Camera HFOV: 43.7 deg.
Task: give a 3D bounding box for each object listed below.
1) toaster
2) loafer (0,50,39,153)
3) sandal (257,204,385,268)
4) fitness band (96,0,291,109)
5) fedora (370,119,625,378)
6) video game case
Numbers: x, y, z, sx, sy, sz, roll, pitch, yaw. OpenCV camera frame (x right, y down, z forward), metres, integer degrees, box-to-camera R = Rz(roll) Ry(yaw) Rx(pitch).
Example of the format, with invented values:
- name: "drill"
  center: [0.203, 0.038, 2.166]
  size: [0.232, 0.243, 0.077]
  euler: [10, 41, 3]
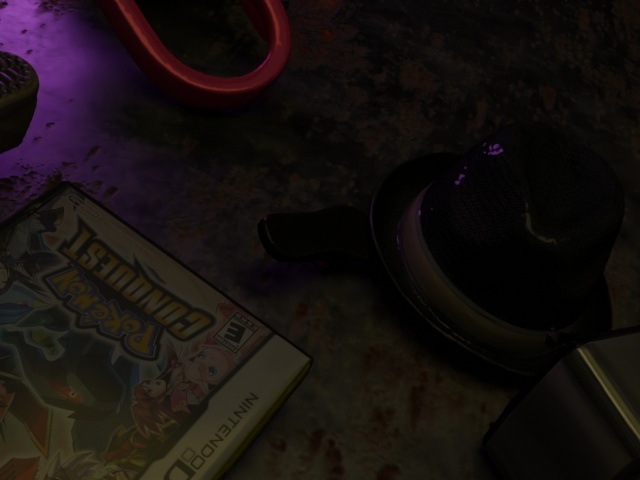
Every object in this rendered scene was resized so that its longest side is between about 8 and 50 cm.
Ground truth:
- name: "toaster"
  center: [0.242, 0.153, 0.671]
  size: [0.186, 0.168, 0.110]
  euler: [-5, 49, -30]
- name: "loafer"
  center: [-0.371, -0.078, 0.702]
  size: [0.269, 0.092, 0.102]
  euler: [-26, 57, -23]
- name: "sandal"
  center: [0.000, 0.000, 0.814]
  size: [0.179, 0.040, 0.067]
  euler: [0, 58, -45]
- name: "fitness band"
  center: [-0.159, -0.294, 0.983]
  size: [0.209, 0.054, 0.290]
  euler: [-29, 83, -33]
- name: "fedora"
  center: [0.215, -0.022, 0.846]
  size: [0.334, 0.152, 0.334]
  euler: [16, 41, -15]
- name: "video game case"
  center: [-0.182, 0.098, 0.605]
  size: [0.275, 0.035, 0.248]
  euler: [35, 50, 10]
